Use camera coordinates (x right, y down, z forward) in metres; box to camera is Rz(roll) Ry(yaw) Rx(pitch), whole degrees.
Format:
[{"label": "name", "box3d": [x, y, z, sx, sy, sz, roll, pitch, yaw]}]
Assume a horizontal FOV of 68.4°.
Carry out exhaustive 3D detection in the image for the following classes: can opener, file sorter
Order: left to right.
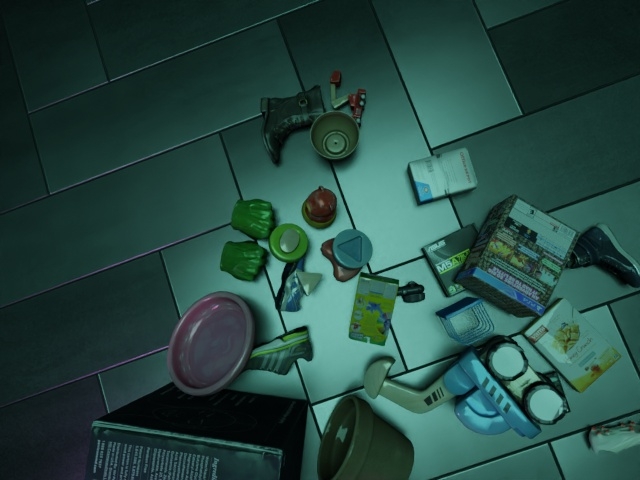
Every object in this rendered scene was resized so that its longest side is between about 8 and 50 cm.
[{"label": "can opener", "box3d": [0.246, 0.169, 1.527, 0.186, 0.059, 0.073, -4, 83, 5]}, {"label": "file sorter", "box3d": [0.444, 0.246, 1.444, 0.118, 0.170, 0.104, -27, 84, 2]}]

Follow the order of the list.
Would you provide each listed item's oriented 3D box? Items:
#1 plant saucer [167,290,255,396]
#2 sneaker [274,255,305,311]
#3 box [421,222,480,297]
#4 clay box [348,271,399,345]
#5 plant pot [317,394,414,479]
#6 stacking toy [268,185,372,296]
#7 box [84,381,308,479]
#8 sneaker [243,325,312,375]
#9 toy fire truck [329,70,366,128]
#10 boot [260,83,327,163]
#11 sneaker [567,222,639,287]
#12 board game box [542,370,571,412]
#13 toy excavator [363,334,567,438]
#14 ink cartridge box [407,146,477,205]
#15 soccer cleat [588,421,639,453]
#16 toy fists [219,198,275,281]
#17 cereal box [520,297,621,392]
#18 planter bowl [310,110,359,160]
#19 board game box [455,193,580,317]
[{"label": "plant saucer", "box3d": [-0.334, 0.328, 1.492, 0.332, 0.084, 0.332, -16, 54, 24]}, {"label": "sneaker", "box3d": [-0.086, 0.138, 1.565, 0.081, 0.080, 0.211, 19, 82, -19]}, {"label": "box", "box3d": [0.454, 0.064, 1.528, 0.191, 0.045, 0.184, -25, 84, 1]}, {"label": "clay box", "box3d": [0.167, 0.221, 1.504, 0.128, 0.053, 0.222, 12, 109, 7]}, {"label": "plant pot", "box3d": [0.146, 0.628, 1.401, 0.229, 0.263, 0.263, 26, 86, -9]}, {"label": "stacking toy", "box3d": [0.000, 0.000, 1.499, 0.279, 0.130, 0.309, -34, 82, -19]}, {"label": "box", "box3d": [-0.306, 0.612, 1.313, 0.472, 0.480, 0.297, 4, 85, 6]}, {"label": "sneaker", "box3d": [-0.161, 0.388, 1.518, 0.300, 0.111, 0.121, -24, 85, 4]}, {"label": "toy fire truck", "box3d": [0.088, -0.482, 1.632, 0.135, 0.047, 0.192, 11, 85, 7]}, {"label": "boot", "box3d": [-0.085, -0.404, 1.617, 0.229, 0.091, 0.262, -6, 82, 4]}, {"label": "sneaker", "box3d": [0.869, 0.077, 1.458, 0.163, 0.086, 0.226, -28, 71, -9]}, {"label": "board game box", "box3d": [0.662, 0.492, 1.463, 0.186, 0.026, 0.126, -16, 81, 4]}, {"label": "toy excavator", "box3d": [0.410, 0.445, 1.400, 0.445, 0.222, 0.433, -42, 75, 9]}, {"label": "ink cartridge box", "box3d": [0.397, -0.209, 1.549, 0.191, 0.082, 0.139, -15, 82, 2]}, {"label": "soccer cleat", "box3d": [0.908, 0.594, 1.412, 0.196, 0.068, 0.076, -7, 97, 6]}, {"label": "toy fists", "box3d": [-0.231, -0.002, 1.579, 0.142, 0.096, 0.279, 13, 85, 20]}, {"label": "cereal box", "box3d": [0.774, 0.322, 1.463, 0.173, 0.047, 0.240, -42, 81, -1]}, {"label": "planter bowl", "box3d": [0.051, -0.339, 1.585, 0.162, 0.109, 0.162, 0, 84, 4]}, {"label": "board game box", "box3d": [0.596, 0.051, 1.434, 0.232, 0.141, 0.291, 31, 77, 2]}]
